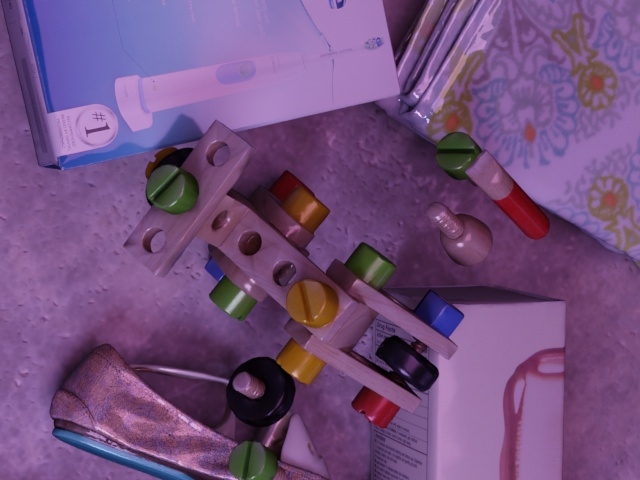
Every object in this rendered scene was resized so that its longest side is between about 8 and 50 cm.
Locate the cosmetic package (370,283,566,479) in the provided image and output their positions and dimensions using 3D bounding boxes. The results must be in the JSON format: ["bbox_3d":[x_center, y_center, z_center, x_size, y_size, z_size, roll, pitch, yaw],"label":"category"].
[{"bbox_3d":[0.127,0.191,1.432,0.129,0.153,0.296,-1,96,-19],"label":"cosmetic package"}]

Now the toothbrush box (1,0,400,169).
[{"bbox_3d":[-0.105,-0.193,1.338,0.295,0.126,0.216,-15,98,-16],"label":"toothbrush box"}]

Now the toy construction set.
[{"bbox_3d":[0.000,0.000,1.264,0.309,0.237,0.257,-28,59,14],"label":"toy construction set"}]

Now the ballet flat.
[{"bbox_3d":[-0.075,0.179,1.394,0.316,0.107,0.106,29,72,-18],"label":"ballet flat"}]

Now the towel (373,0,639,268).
[{"bbox_3d":[0.265,-0.174,1.464,0.374,0.090,0.320,28,91,-24],"label":"towel"}]
